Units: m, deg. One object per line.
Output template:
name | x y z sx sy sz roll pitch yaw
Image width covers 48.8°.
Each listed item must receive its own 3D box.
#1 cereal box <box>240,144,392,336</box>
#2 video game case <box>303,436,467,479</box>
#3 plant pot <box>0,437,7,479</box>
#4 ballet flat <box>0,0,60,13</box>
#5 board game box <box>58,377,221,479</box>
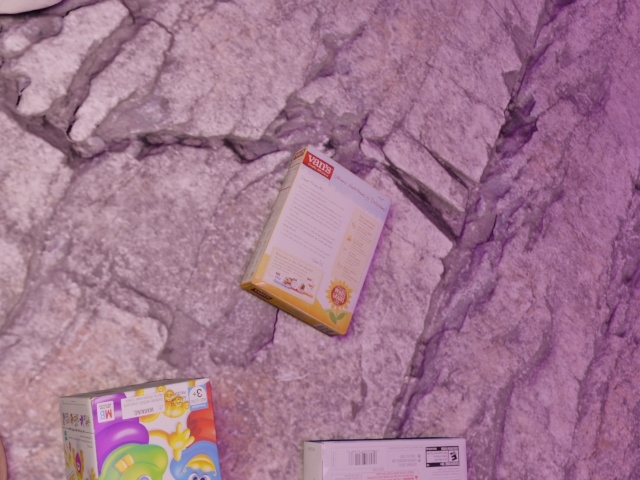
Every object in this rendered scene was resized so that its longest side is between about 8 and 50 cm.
cereal box | 0.000 0.000 1.057 0.173 0.047 0.240 32 64 -23
video game case | 0.099 0.414 1.024 0.269 0.061 0.245 8 74 -31
plant pot | -0.432 0.251 0.694 0.237 0.109 0.238 7 77 -30
ballet flat | -0.472 -0.353 0.784 0.400 0.139 0.139 4 78 -32
board game box | -0.200 0.306 0.808 0.142 0.144 0.276 -3 82 -33
